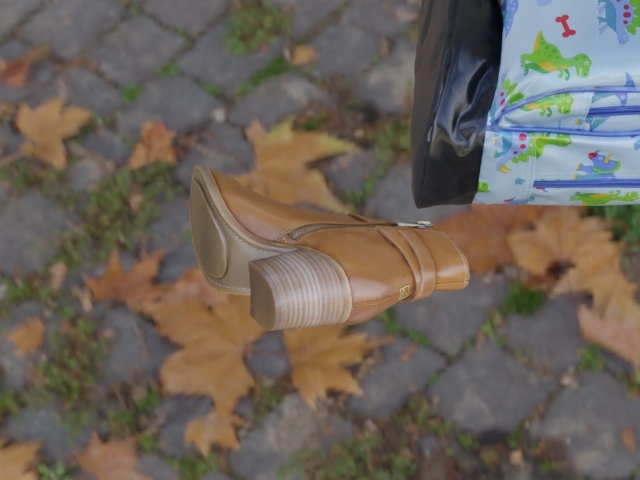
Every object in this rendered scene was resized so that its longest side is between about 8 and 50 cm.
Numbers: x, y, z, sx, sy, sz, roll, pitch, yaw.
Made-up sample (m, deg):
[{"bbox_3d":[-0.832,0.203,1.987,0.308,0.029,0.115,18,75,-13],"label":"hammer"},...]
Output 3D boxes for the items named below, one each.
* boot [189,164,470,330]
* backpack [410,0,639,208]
[{"bbox_3d":[0.000,0.000,1.219,0.152,0.073,0.197,-10,35,-24],"label":"boot"},{"bbox_3d":[0.274,-0.161,1.478,0.356,0.273,0.290,13,54,-6],"label":"backpack"}]
